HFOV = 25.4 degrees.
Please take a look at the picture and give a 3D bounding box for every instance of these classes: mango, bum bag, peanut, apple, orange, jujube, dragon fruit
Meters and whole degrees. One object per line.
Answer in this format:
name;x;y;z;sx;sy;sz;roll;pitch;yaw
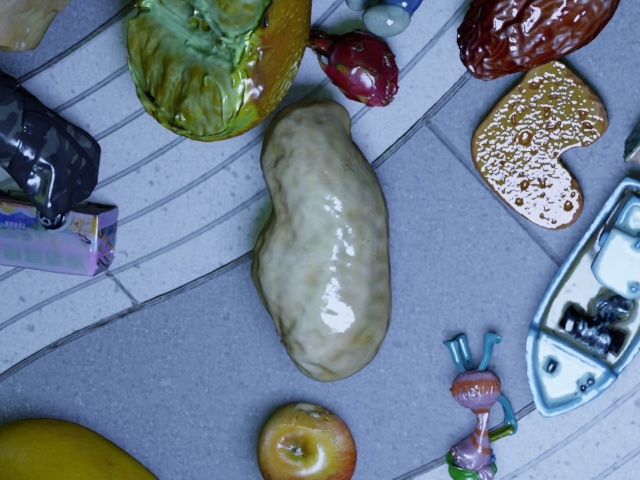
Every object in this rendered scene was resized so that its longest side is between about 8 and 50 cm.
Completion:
mango;-0.346;0.438;2.041;0.446;0.232;0.300;42;109;13
bum bag;-0.438;-0.167;1.944;0.095;0.144;0.340;-17;129;43
peanut;0.000;0.000;1.930;0.192;0.169;0.387;-2;93;19
apple;-0.021;0.301;1.989;0.147;0.146;0.146;2;97;14
orange;-0.134;-0.308;1.896;0.263;0.196;0.334;22;126;22
jujube;0.276;-0.304;1.835;0.236;0.168;0.168;-40;86;32
dragon fruit;0.030;-0.254;1.932;0.190;0.094;0.094;37;104;19

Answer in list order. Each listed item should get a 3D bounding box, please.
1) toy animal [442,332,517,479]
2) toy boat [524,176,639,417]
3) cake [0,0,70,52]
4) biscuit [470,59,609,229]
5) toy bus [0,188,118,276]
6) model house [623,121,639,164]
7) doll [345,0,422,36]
toy animal;0.220;0.230;1.951;0.103;0.100;0.208;-6;93;-25
toy boat;0.370;0.085;1.863;0.145;0.133;0.331;29;103;8
cake;-0.439;-0.459;1.902;0.332;0.332;0.321;39;105;7
biscuit;0.308;-0.125;1.902;0.186;0.036;0.192;42;104;3
toy bus;-0.437;-0.019;2.075;0.274;0.090;0.112;7;103;14
model house;0.481;-0.158;1.805;0.172;0.166;0.183;44;120;21
doll;0.051;-0.410;1.862;0.258;0.228;0.154;32;59;-4
